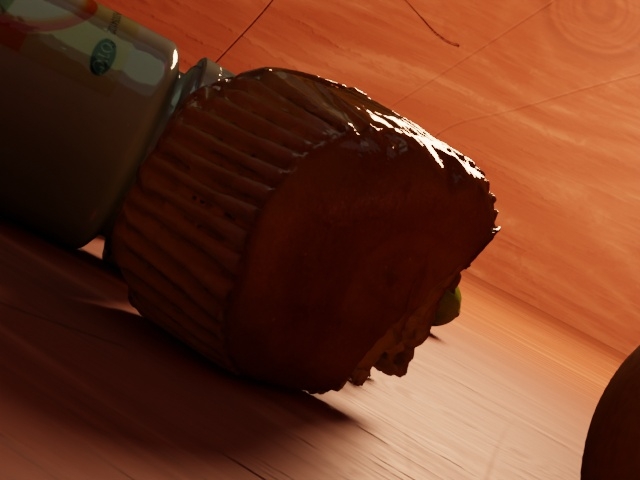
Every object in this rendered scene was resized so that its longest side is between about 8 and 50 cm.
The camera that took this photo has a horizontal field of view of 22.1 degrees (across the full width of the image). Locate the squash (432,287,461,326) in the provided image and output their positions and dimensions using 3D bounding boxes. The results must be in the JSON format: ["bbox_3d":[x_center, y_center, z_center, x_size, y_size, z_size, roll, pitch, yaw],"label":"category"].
[{"bbox_3d":[0.056,0.032,1.725,0.201,0.066,0.066,24,4,6],"label":"squash"}]

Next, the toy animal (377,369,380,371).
[{"bbox_3d":[0.012,0.067,1.151,0.065,0.047,0.135,22,5,10],"label":"toy animal"}]

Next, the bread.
[{"bbox_3d":[0.000,0.000,0.993,0.133,0.179,0.250,29,11,34],"label":"bread"}]

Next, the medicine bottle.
[{"bbox_3d":[-0.209,-0.101,1.082,0.318,0.158,0.158,25,4,-12],"label":"medicine bottle"}]

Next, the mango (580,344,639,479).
[{"bbox_3d":[0.250,0.127,0.734,0.264,0.221,0.378,33,15,26],"label":"mango"}]
